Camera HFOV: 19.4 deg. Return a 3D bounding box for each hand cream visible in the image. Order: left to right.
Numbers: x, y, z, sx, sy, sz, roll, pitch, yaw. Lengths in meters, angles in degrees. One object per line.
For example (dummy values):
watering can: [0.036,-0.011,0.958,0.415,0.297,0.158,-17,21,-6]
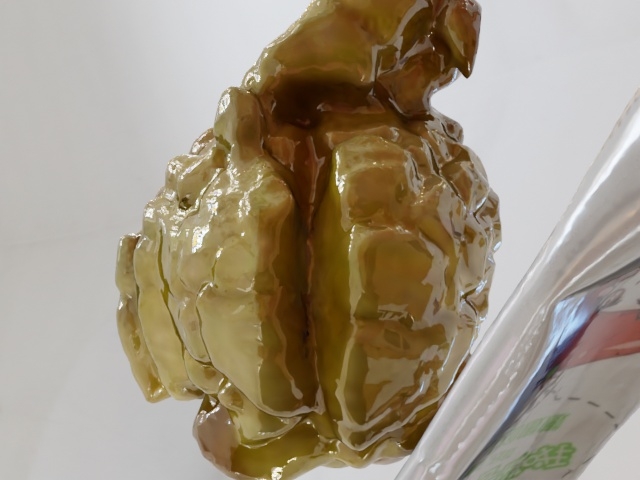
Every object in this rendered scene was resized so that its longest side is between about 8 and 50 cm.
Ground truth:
hand cream: [0.106,0.015,0.628,0.121,0.336,0.076,-9,-131,-45]

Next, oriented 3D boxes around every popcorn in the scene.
popcorn: [0.000,0.000,1.101,0.225,0.265,0.332,17,-71,-7]
